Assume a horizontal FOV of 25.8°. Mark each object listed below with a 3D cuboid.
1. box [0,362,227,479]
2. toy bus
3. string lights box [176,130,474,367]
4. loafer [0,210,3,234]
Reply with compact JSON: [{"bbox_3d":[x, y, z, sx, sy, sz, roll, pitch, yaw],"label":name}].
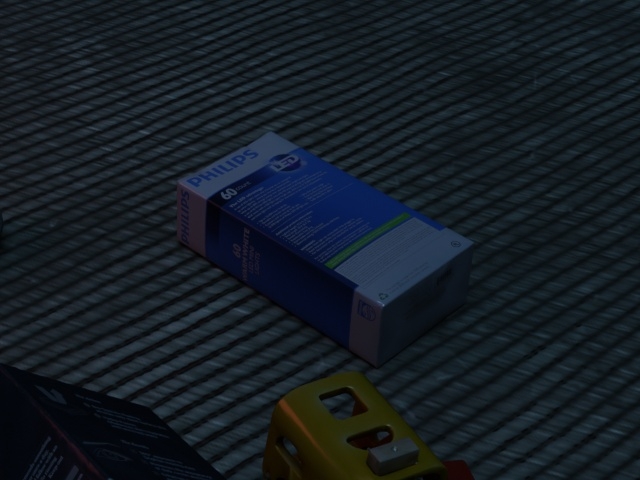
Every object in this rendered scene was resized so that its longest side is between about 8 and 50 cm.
[{"bbox_3d":[-0.155,0.176,0.981,0.158,0.093,0.156,35,6,42],"label":"box"},{"bbox_3d":[0.043,0.187,1.032,0.202,0.104,0.191,13,36,5],"label":"toy bus"},{"bbox_3d":[0.000,0.000,1.310,0.260,0.076,0.133,31,45,31],"label":"string lights box"},{"bbox_3d":[-0.401,0.006,1.266,0.094,0.087,0.251,33,46,33],"label":"loafer"}]
